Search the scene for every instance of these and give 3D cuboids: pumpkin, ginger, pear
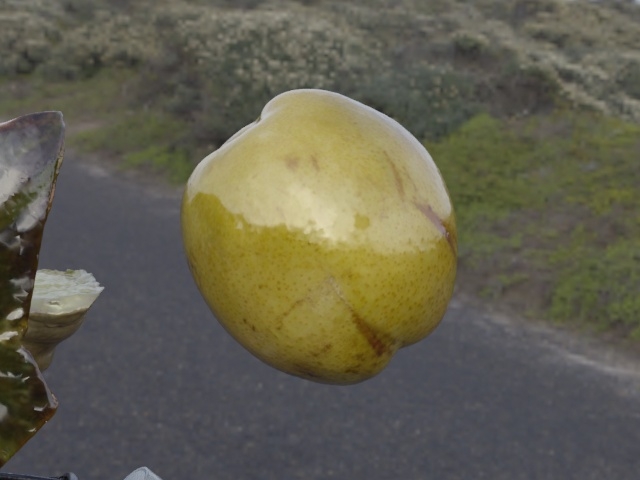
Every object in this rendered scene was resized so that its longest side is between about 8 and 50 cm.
[{"bbox_3d":[-0.294,0.060,0.754,0.258,0.290,0.095,2,7,-5],"label":"pumpkin"},{"bbox_3d":[-0.283,0.091,1.157,0.115,0.123,0.193,-1,0,-41],"label":"ginger"},{"bbox_3d":[0.000,0.000,1.265,0.314,0.315,0.314,4,10,-1],"label":"pear"}]

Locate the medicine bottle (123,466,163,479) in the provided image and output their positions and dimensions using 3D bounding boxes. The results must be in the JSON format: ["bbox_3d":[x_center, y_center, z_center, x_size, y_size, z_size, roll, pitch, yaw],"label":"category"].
[{"bbox_3d":[-0.145,0.287,1.159,0.130,0.080,0.080,44,-1,-17],"label":"medicine bottle"}]

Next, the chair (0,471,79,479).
[{"bbox_3d":[-0.408,0.313,1.299,0.260,0.142,0.154,10,-18,-19],"label":"chair"}]
